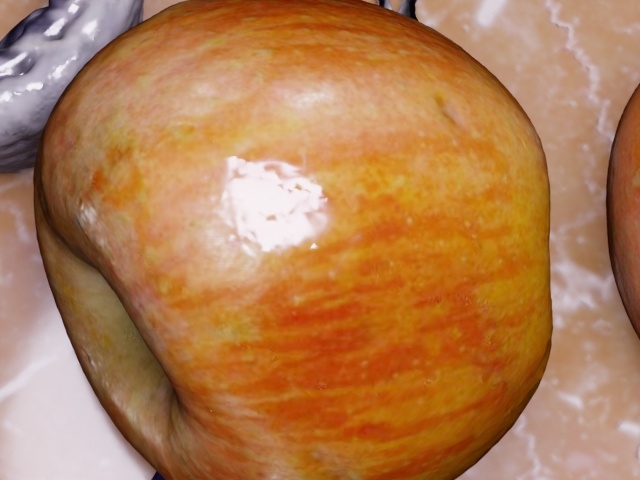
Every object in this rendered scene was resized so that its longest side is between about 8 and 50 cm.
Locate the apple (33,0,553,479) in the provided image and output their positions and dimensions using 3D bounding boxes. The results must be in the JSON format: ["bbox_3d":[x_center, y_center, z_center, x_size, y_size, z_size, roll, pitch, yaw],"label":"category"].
[{"bbox_3d":[0.000,0.000,0.914,0.301,0.301,0.302,1,80,-5],"label":"apple"}]

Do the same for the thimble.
[{"bbox_3d":[-0.223,-0.141,0.988,0.245,0.157,0.217,-10,79,-8],"label":"thimble"}]

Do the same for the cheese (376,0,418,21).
[{"bbox_3d":[0.050,-0.195,1.083,0.086,0.036,0.162,3,79,-6],"label":"cheese"}]

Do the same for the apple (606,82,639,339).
[{"bbox_3d":[0.270,-0.023,0.965,0.253,0.253,0.254,1,80,-5],"label":"apple"}]

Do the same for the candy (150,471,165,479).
[{"bbox_3d":[-0.037,0.253,0.963,0.275,0.070,0.145,32,74,23],"label":"candy"}]
